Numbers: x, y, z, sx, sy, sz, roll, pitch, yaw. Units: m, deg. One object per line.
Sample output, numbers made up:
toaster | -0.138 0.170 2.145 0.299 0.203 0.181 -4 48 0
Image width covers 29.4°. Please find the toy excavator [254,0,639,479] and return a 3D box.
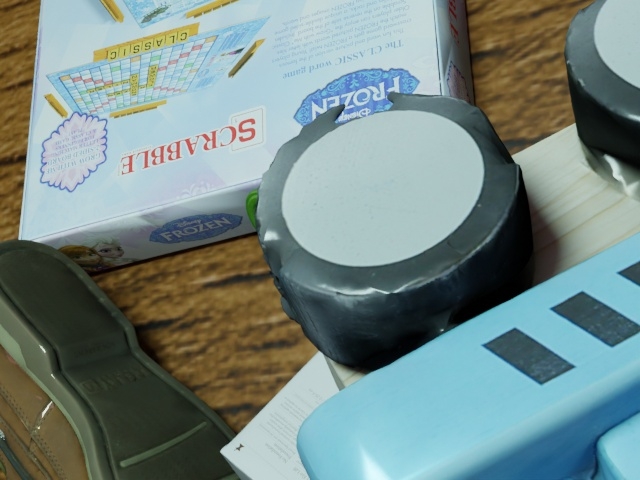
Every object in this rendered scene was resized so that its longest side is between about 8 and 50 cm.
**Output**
toy excavator | 0.115 0.155 0.428 0.433 0.222 0.445 -28 48 -6

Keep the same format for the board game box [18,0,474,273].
board game box | -0.057 -0.158 0.857 0.318 0.066 0.318 -13 62 24

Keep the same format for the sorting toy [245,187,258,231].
sorting toy | 0.000 0.000 0.756 0.102 0.061 0.042 49 61 -3

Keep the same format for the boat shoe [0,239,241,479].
boat shoe | -0.130 0.137 0.753 0.307 0.110 0.104 51 123 30

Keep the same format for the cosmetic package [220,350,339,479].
cosmetic package | 0.064 0.154 0.639 0.099 0.060 0.239 -43 52 -17
